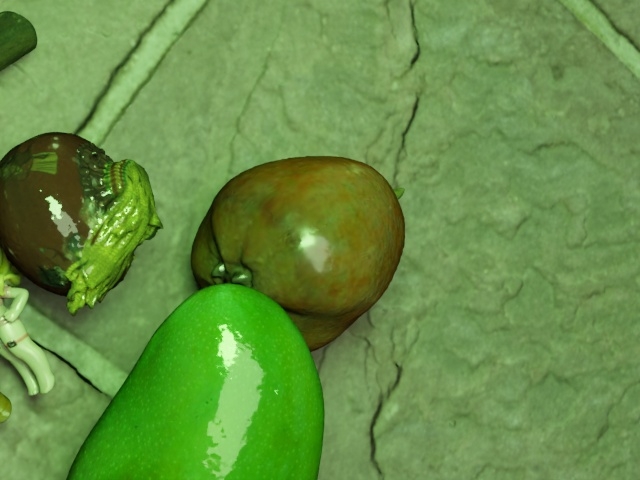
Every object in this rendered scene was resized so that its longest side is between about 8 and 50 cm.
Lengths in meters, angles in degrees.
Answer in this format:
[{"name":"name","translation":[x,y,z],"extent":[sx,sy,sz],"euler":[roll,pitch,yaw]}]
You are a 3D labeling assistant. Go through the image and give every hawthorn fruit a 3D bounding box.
[{"name":"hawthorn fruit","translation":[0.000,0.000,1.404],"extent":[0.251,0.199,0.199],"euler":[-26,101,-39]}]

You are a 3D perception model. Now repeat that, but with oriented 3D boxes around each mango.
[{"name":"mango","translation":[-0.117,0.218,1.305],"extent":[0.225,0.201,0.382],"euler":[14,104,-1]}]

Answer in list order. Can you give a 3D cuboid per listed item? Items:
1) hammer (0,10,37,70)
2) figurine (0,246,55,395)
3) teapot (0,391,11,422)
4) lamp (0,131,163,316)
[{"name":"hammer","translation":[-0.395,-0.079,1.197],"extent":[0.168,0.044,0.440],"euler":[43,48,4]},{"name":"figurine","translation":[-0.294,0.054,1.316],"extent":[0.083,0.083,0.187],"euler":[-32,97,-24]},{"name":"teapot","translation":[-0.398,0.106,1.214],"extent":[0.311,0.167,0.203],"euler":[18,47,-33]},{"name":"lamp","translation":[-0.219,-0.028,1.303],"extent":[0.135,0.156,0.157],"euler":[-28,107,19]}]
